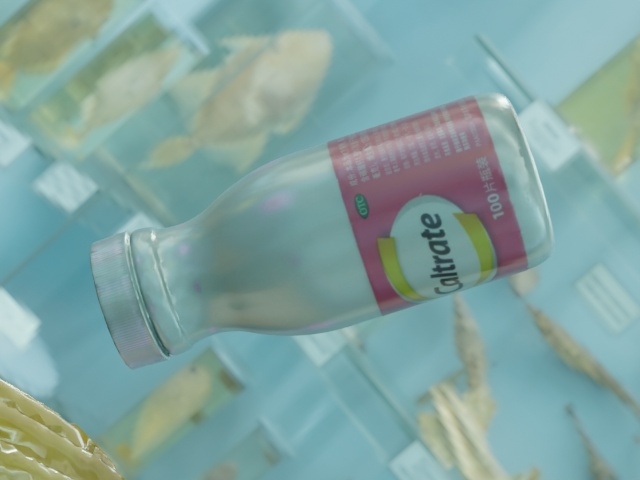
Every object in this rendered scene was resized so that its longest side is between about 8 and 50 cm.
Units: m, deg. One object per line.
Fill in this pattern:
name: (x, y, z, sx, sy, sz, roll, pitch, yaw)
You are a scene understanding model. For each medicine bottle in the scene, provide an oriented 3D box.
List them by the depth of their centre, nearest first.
medicine bottle: (0.000, 0.000, 0.836, 0.090, 0.216, 0.090, -18, 90, -87)

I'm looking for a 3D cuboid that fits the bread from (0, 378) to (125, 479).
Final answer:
bread: (-0.164, 0.162, 0.606, 0.149, 0.274, 0.274, 18, 19, -20)
